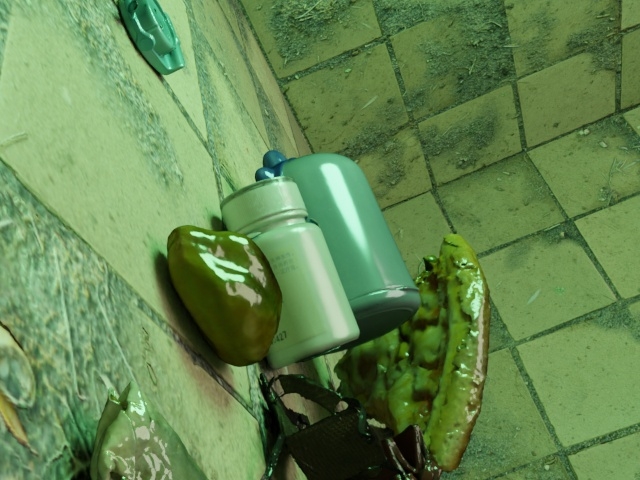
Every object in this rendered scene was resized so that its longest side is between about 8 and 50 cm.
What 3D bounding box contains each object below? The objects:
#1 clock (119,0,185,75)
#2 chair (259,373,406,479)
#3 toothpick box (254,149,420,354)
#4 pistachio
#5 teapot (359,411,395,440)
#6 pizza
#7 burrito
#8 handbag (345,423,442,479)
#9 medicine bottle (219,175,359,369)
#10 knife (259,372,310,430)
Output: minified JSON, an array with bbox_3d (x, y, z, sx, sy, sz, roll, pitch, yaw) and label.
[{"bbox_3d":[-0.249,-0.313,0.974,0.147,0.045,0.108,48,19,-70],"label":"clock"},{"bbox_3d":[0.005,0.248,0.800,0.174,0.149,0.213,61,3,-20],"label":"chair"},{"bbox_3d":[0.000,0.000,1.192,0.263,0.262,0.355,52,16,-68],"label":"toothpick box"},{"bbox_3d":[-0.097,0.061,0.739,0.110,0.100,0.189,-109,176,-64],"label":"pistachio"},{"bbox_3d":[0.111,0.388,1.285,0.166,0.119,0.130,-105,171,-52],"label":"teapot"},{"bbox_3d":[0.186,0.167,1.215,0.080,0.392,0.435,32,-6,-25],"label":"pizza"},{"bbox_3d":[-0.088,0.219,0.495,0.082,0.059,0.275,-89,157,-56],"label":"burrito"},{"bbox_3d":[0.122,0.424,0.996,0.276,0.084,0.260,113,-37,-61],"label":"handbag"},{"bbox_3d":[-0.049,0.046,0.991,0.143,0.143,0.258,28,41,-80],"label":"medicine bottle"},{"bbox_3d":[-0.034,0.254,0.966,0.222,0.021,0.046,60,7,-48],"label":"knife"}]
